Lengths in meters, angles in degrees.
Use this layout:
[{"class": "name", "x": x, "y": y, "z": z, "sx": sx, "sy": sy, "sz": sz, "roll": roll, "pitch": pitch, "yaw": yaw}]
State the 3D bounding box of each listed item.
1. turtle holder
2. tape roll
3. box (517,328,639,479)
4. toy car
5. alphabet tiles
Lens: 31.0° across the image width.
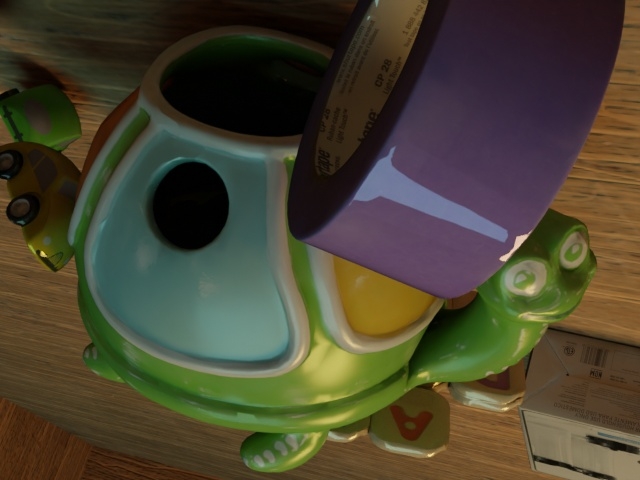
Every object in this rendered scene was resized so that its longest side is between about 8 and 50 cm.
[{"class": "turtle holder", "x": -0.018, "y": 0.005, "z": 0.745, "sx": 0.320, "sy": 0.243, "sz": 0.227, "roll": 40, "pitch": 144, "yaw": 34}, {"class": "tape roll", "x": 0.059, "y": -0.072, "z": 0.560, "sx": 0.080, "sy": 0.189, "sz": 0.189, "roll": 22, "pitch": 161, "yaw": -13}, {"class": "box", "x": 0.308, "y": 0.195, "z": 1.231, "sx": 0.169, "sy": 0.087, "sz": 0.290, "roll": 12, "pitch": 160, "yaw": 17}, {"class": "toy car", "x": -0.223, "y": -0.097, "z": 0.877, "sx": 0.239, "sy": 0.053, "sz": 0.225, "roll": 63, "pitch": 180, "yaw": -3}, {"class": "alphabet tiles", "x": 0.019, "y": 0.061, "z": 0.910, "sx": 0.284, "sy": 0.278, "sz": 0.021, "roll": 12, "pitch": 121, "yaw": 1}]
